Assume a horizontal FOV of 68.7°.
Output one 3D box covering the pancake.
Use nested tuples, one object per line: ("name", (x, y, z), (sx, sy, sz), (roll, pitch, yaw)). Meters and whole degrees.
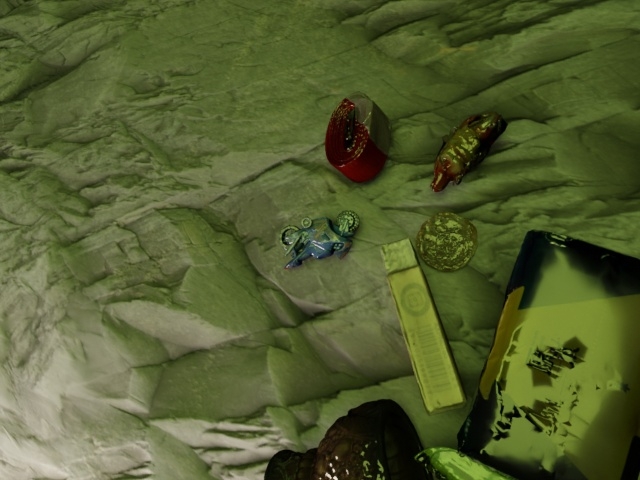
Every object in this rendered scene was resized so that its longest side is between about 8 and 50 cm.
("pancake", (0.283, 0.002, 1.054), (0.140, 0.022, 0.139), (-4, 75, 15))

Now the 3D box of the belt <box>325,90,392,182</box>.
("belt", (0.095, -0.241, 1.122), (0.128, 0.124, 0.200), (-3, 69, 35))

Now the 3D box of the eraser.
("eraser", (0.210, 0.172, 0.965), (0.078, 0.144, 0.343), (-19, 72, 12))

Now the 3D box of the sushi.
("sushi", (0.319, -0.206, 1.064), (0.097, 0.103, 0.226), (42, 87, -5))

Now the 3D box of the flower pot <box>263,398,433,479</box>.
("flower pot", (0.052, 0.465, 0.885), (0.267, 0.267, 0.266), (-25, 70, 20))

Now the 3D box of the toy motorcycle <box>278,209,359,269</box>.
("toy motorcycle", (0.000, 0.000, 1.113), (0.205, 0.076, 0.114), (-15, 79, 13))

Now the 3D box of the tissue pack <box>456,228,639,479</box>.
("tissue pack", (0.430, 0.225, 0.831), (0.264, 0.253, 0.416), (19, 83, 21))

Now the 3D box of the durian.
("durian", (0.340, 0.478, 0.820), (0.375, 0.106, 0.132), (28, 76, 20))
